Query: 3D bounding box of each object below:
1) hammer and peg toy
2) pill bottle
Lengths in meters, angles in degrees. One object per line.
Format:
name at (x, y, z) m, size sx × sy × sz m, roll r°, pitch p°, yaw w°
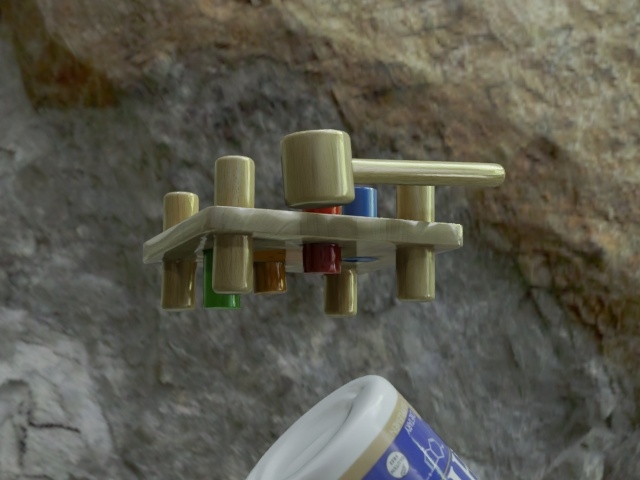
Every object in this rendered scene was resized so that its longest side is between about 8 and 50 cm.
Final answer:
hammer and peg toy at (0.000, 0.000, 1.103) m, size 0.266 × 0.361 × 0.127 m, roll 4°, pitch -99°, yaw -23°
pill bottle at (0.053, 0.176, 0.633) m, size 0.112 × 0.112 × 0.186 m, roll -43°, pitch -83°, yaw -10°
